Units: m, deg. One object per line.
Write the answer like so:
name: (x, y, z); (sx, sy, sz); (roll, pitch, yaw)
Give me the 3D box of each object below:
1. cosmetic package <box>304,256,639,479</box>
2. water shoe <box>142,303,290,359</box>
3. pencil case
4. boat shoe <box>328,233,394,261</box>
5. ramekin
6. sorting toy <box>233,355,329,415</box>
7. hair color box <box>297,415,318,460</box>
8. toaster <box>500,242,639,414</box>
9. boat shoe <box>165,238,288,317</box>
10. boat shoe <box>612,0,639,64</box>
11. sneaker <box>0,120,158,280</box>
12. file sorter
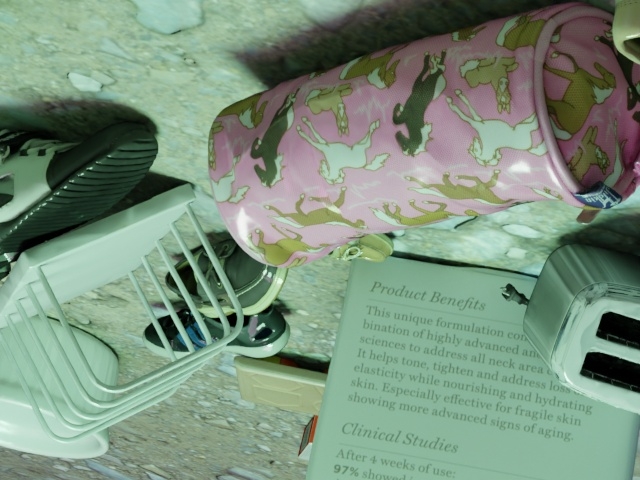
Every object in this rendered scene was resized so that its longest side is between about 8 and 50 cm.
cosmetic package: (0.163, 0.269, 1.774); (0.329, 0.394, 0.327); (10, 157, 8)
water shoe: (-0.133, 0.094, 1.981); (0.203, 0.073, 0.080); (-3, 132, 25)
pencil case: (0.080, -0.076, 1.313); (0.386, 0.167, 0.160); (-9, -176, 44)
boat shoe: (0.000, -0.001, 1.675); (0.153, 0.048, 0.056); (19, 158, -13)
ramekin: (-0.415, 0.198, 2.276); (0.277, 0.135, 0.277); (11, 159, 5)
sorting toy: (-0.016, 0.198, 2.190); (0.193, 0.038, 0.208); (11, 162, 5)
hair color box: (0.059, 0.305, 2.376); (0.167, 0.053, 0.093); (17, 157, -6)
toaster: (0.293, 0.087, 1.559); (0.227, 0.129, 0.146); (19, -167, -9)
boat shoe: (-0.107, 0.039, 1.791); (0.073, 0.080, 0.223); (17, 163, -24)
boat shoe: (0.319, -0.114, 1.155); (0.302, 0.098, 0.109); (27, 154, -30)
sneaker: (-0.310, -0.062, 1.620); (0.330, 0.146, 0.122); (-29, 167, 27)
file sorter: (-0.220, 0.089, 1.746); (0.192, 0.173, 0.277); (-25, 172, -25)
